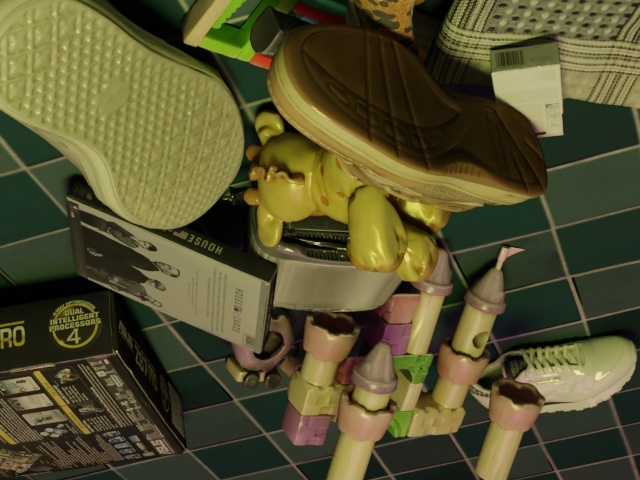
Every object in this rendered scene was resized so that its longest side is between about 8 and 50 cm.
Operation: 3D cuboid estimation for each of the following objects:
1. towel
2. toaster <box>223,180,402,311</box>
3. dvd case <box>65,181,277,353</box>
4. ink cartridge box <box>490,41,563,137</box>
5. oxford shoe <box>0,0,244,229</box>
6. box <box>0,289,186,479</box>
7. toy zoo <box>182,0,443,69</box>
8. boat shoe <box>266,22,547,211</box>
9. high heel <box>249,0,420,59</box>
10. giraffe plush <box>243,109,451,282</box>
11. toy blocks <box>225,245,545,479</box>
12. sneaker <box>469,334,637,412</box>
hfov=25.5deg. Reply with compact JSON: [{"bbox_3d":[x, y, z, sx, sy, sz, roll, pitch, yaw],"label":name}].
[{"bbox_3d":[0.287,-0.216,1.260,0.324,0.056,0.312,6,145,-15],"label":"towel"},{"bbox_3d":[0.000,0.000,1.550,0.227,0.129,0.146,2,149,-11],"label":"toaster"},{"bbox_3d":[-0.164,0.033,1.555,0.239,0.029,0.179,22,151,6],"label":"dvd case"},{"bbox_3d":[0.195,-0.138,1.326,0.063,0.029,0.115,-6,150,9],"label":"ink cartridge box"},{"bbox_3d":[-0.202,-0.137,1.315,0.169,0.130,0.449,-51,151,0],"label":"oxford shoe"},{"bbox_3d":[-0.365,0.200,1.797,0.318,0.097,0.395,-11,154,3],"label":"box"},{"bbox_3d":[0.044,-0.210,1.317,0.293,0.030,0.192,15,141,-30],"label":"toy zoo"},{"bbox_3d":[0.064,-0.086,1.239,0.110,0.121,0.341,-23,150,37],"label":"boat shoe"},{"bbox_3d":[0.085,-0.221,1.214,0.186,0.093,0.261,11,143,-42],"label":"high heel"},{"bbox_3d":[0.013,-0.055,1.418,0.171,0.181,0.210,0,154,35],"label":"giraffe plush"},{"bbox_3d":[0.088,0.114,1.711,0.289,0.309,0.260,1,116,-32],"label":"toy blocks"},{"bbox_3d":[0.316,0.180,1.932,0.235,0.090,0.095,-23,135,21],"label":"sneaker"}]
